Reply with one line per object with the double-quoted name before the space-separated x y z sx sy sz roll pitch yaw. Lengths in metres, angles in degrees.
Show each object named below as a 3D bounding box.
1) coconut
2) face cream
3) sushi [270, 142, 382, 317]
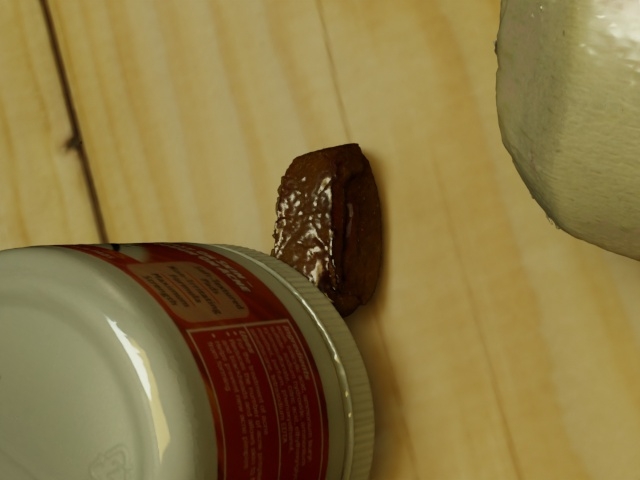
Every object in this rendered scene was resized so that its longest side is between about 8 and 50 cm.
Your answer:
"coconut" 0.212 -0.080 0.825 0.230 0.227 0.227 13 82 30
"face cream" -0.100 0.101 0.896 0.201 0.187 0.201 1 91 30
"sushi" 0.000 0.000 0.979 0.055 0.052 0.120 -11 76 37
